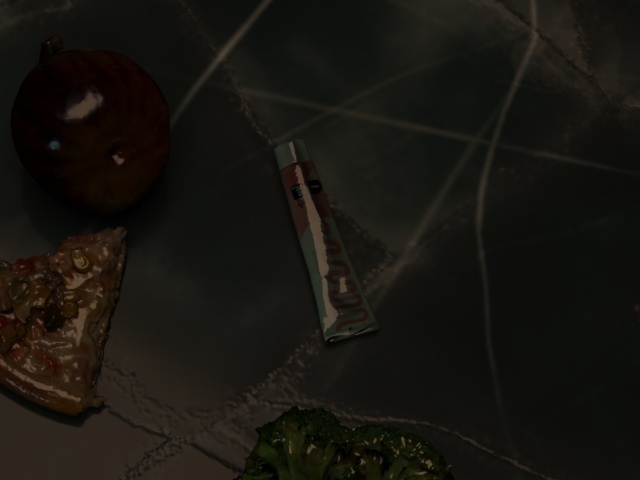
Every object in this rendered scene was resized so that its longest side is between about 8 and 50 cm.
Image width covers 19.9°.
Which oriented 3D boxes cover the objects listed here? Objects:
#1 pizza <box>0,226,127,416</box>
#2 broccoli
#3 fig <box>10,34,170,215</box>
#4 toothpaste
[{"bbox_3d":[-0.245,0.057,1.728,0.185,0.052,0.195,36,69,6],"label":"pizza"},{"bbox_3d":[0.029,0.283,1.553,0.269,0.269,0.254,12,93,-1],"label":"broccoli"},{"bbox_3d":[-0.236,-0.120,1.746,0.202,0.149,0.148,36,75,13],"label":"fig"},{"bbox_3d":[0.000,0.000,1.785,0.056,0.036,0.205,-15,74,-13],"label":"toothpaste"}]
